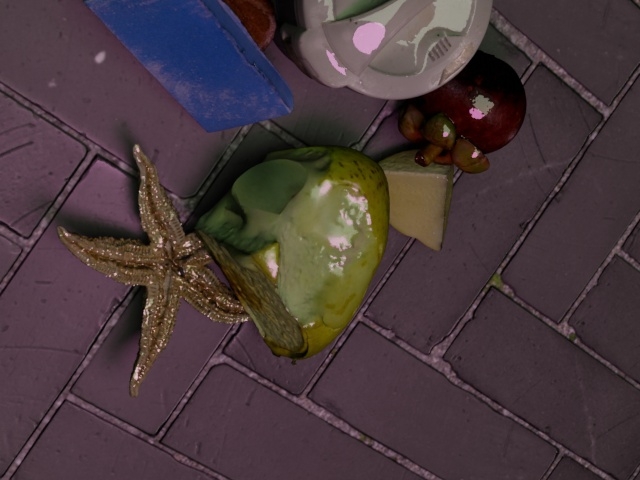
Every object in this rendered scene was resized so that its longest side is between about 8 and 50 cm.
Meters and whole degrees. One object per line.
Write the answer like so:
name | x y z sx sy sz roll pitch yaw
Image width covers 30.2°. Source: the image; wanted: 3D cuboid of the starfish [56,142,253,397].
starfish | -0.204 0.021 1.707 0.347 0.078 0.357 -18 109 -27

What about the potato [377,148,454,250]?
potato | 0.140 -0.070 1.833 0.120 0.081 0.149 8 129 10

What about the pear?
pear | 0.000 0.000 1.702 0.282 0.176 0.286 -45 126 -23

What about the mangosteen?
mangosteen | 0.203 -0.186 1.739 0.200 0.200 0.199 -6 108 -19

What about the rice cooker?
rice cooker | 0.067 -0.333 1.596 0.288 0.277 0.288 -6 108 -17

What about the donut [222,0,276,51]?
donut | -0.145 -0.304 1.593 0.217 0.085 0.141 -21 144 31

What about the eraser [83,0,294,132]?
eraser | -0.165 -0.251 1.558 0.144 0.042 0.312 -11 147 24
